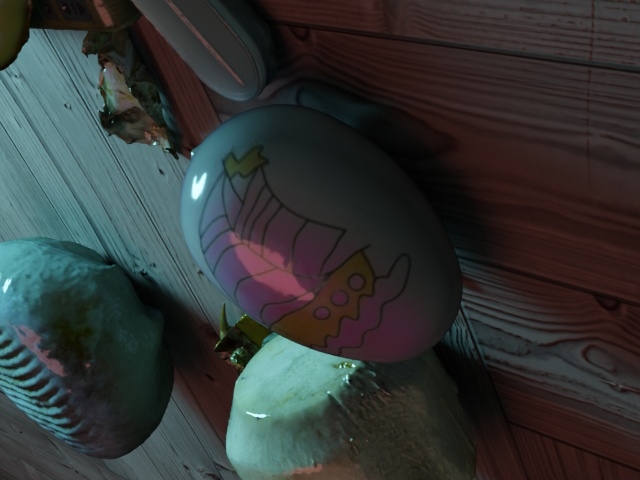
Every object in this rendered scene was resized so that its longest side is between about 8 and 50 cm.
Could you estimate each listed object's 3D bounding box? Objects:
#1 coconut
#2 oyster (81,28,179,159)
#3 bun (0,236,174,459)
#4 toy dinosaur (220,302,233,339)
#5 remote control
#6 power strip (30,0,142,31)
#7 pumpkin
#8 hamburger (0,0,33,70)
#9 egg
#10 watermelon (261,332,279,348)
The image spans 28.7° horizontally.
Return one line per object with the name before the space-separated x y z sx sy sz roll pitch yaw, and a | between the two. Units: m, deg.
coconut | 0.041 0.213 1.310 0.245 0.245 0.247 4 134 51
oyster | -0.194 -0.152 1.332 0.106 0.061 0.200 22 153 3
bun | -0.353 0.137 1.768 0.362 0.211 0.362 34 155 19
toy dinosaur | -0.114 0.125 1.629 0.041 0.026 0.113 28 147 18
remote control | -0.131 -0.229 1.115 0.247 0.052 0.104 49 151 -10
power strip | -0.324 -0.267 1.309 0.387 0.066 0.092 12 138 46
pumpkin | -0.092 0.140 1.578 0.074 0.054 0.083 39 141 0
hamburger | -0.440 -0.281 1.233 0.302 0.186 0.261 44 135 27
egg | 0.000 0.000 1.109 0.271 0.196 0.196 49 154 8
watermelon | -0.007 0.150 1.439 0.158 0.121 0.098 10 117 41
